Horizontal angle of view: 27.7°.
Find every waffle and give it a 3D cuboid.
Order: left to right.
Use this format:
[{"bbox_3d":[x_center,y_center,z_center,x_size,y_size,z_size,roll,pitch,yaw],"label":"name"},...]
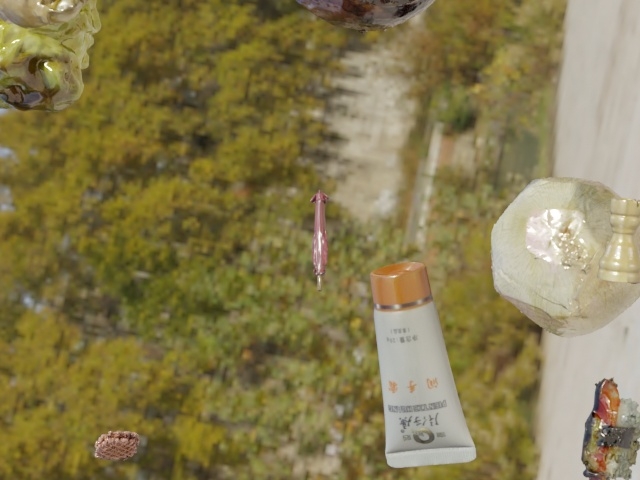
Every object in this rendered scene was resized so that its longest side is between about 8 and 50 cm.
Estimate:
[{"bbox_3d":[-0.350,0.352,2.238,0.083,0.075,0.029,117,145,-50],"label":"waffle"}]

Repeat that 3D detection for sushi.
[{"bbox_3d":[0.530,0.364,2.371,0.097,0.103,0.226,16,-94,-69],"label":"sushi"}]

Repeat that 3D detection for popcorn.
[{"bbox_3d":[-0.582,-0.408,2.528,0.312,0.312,0.312,11,-90,-88],"label":"popcorn"}]

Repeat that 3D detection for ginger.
[{"bbox_3d":[-0.368,-0.345,1.624,0.267,0.138,0.152,31,146,54],"label":"ginger"}]

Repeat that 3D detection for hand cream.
[{"bbox_3d":[0.136,0.191,1.948,0.089,0.139,0.314,-47,-55,-69],"label":"hand cream"}]

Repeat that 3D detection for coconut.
[{"bbox_3d":[0.458,0.024,2.399,0.254,0.297,0.297,29,-112,-53],"label":"coconut"}]

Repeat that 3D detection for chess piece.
[{"bbox_3d":[0.442,-0.001,1.898,0.066,0.066,0.122,-49,-36,-85],"label":"chess piece"}]

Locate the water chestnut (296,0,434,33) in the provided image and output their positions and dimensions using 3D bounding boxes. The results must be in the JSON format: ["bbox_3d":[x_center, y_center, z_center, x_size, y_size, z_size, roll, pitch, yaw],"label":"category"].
[{"bbox_3d":[0.075,-0.503,2.065,0.302,0.350,0.350,177,104,-76],"label":"water chestnut"}]

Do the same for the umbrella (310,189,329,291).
[{"bbox_3d":[0.000,0.000,1.999,0.027,0.025,0.165,-26,57,51],"label":"umbrella"}]
